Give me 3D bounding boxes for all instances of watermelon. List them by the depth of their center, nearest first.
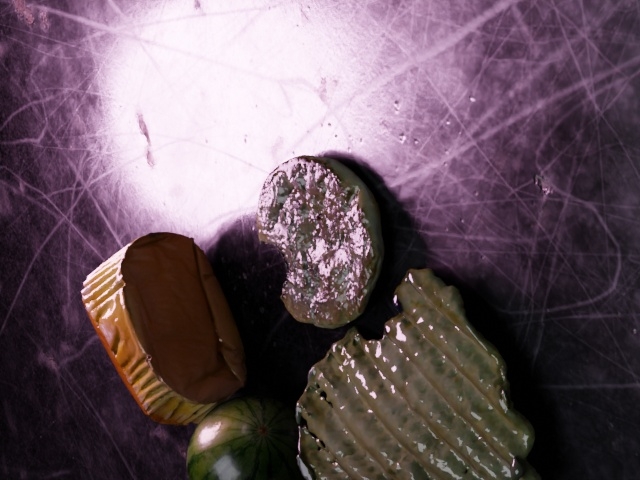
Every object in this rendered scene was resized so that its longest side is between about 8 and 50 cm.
[{"bbox_3d":[-0.100,0.321,1.907,0.188,0.188,0.214,57,154,21],"label":"watermelon"}]

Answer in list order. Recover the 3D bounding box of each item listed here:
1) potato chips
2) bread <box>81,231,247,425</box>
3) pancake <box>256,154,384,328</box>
[{"bbox_3d":[0.132,0.256,1.677,0.373,0.097,0.389,-44,66,39],"label":"potato chips"},{"bbox_3d":[-0.239,0.143,1.998,0.156,0.204,0.288,-39,76,44],"label":"bread"},{"bbox_3d":[0.000,0.000,1.787,0.254,0.037,0.253,11,105,47],"label":"pancake"}]
